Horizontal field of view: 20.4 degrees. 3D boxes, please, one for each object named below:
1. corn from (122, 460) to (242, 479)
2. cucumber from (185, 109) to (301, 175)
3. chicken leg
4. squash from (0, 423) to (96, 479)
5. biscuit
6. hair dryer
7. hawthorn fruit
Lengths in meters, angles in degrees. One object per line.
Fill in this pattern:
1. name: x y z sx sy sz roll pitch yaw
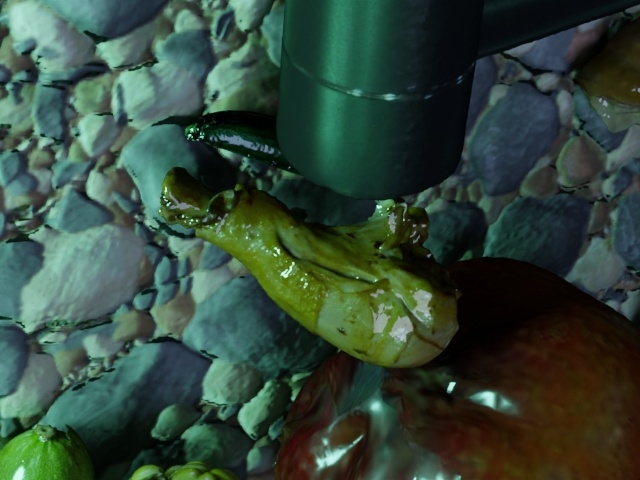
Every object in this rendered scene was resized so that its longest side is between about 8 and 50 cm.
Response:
1. corn: -0.076 0.253 1.266 0.130 0.130 0.347 -28 149 -5
2. cucumber: -0.001 -0.054 1.116 0.184 0.036 0.033 10 136 -38
3. chicken leg: -0.001 0.003 1.098 0.207 0.085 0.101 28 92 -8
4. squash: -0.203 0.264 1.248 0.094 0.094 0.341 -10 133 -24
5. biscuit: 0.259 -0.102 1.211 0.183 0.061 0.118 22 114 -41
6. hair dryer: 0.115 -0.179 1.039 0.302 0.116 0.244 -21 137 -30
7. hawthorn fruit: 0.130 0.164 1.217 0.311 0.295 0.295 22 116 -22
